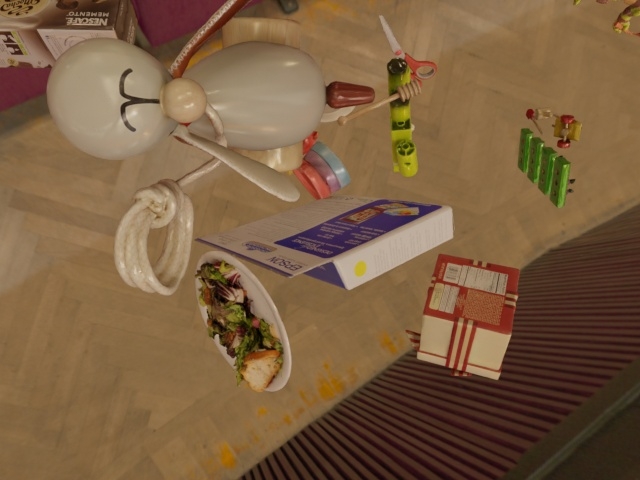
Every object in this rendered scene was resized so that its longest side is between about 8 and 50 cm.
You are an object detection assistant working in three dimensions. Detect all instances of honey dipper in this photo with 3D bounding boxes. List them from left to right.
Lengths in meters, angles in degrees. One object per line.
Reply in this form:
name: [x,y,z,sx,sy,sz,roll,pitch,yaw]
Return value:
honey dipper: [0.105,-0.251,0.938,0.161,0.030,0.030,-22,85,8]

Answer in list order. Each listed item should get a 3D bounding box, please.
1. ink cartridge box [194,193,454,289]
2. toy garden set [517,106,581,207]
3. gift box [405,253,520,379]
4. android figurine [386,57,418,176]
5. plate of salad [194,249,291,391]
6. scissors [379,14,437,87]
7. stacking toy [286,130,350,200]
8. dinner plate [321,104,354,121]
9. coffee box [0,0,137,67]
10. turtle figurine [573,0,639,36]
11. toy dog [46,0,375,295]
ink cartridge box: [0.000,0.000,0.829,0.307,0.304,0.072,-24,112,-31]
toy garden set: [0.547,-0.225,1.217,0.049,0.244,0.203,-7,121,1]
gift box: [0.388,0.204,1.415,0.276,0.258,0.255,15,51,21]
android figurine: [0.179,-0.259,1.125,0.056,0.273,0.248,-5,63,10]
plate of salad: [-0.112,0.109,0.654,0.048,0.200,0.199,-26,87,-37]
scissors: [0.198,-0.468,1.312,0.297,0.109,0.021,16,53,-48]
stacking toy: [-0.051,-0.257,1.265,0.130,0.279,0.309,-39,48,-6]
dinner plate: [0.038,-0.403,1.537,0.141,0.141,0.017,-38,131,-16]
coffee box: [-0.594,-0.496,1.174,0.297,0.119,0.168,0,63,-4]
turtle figurine: [0.652,-0.511,1.036,0.217,0.269,0.087,16,92,-1]
toy dog: [-0.049,-0.116,0.439,0.161,0.220,0.333,2,38,14]
